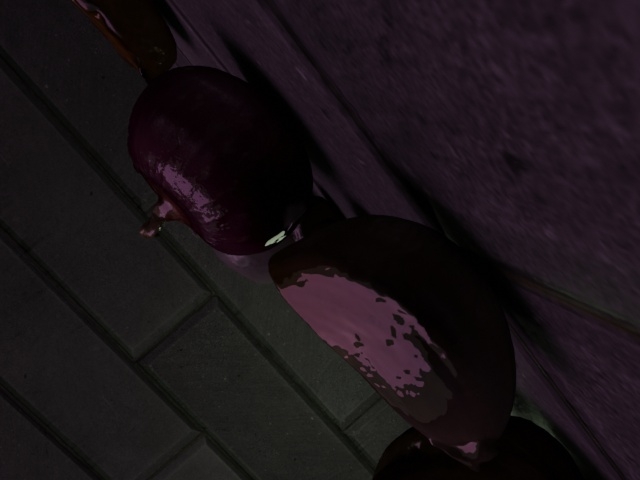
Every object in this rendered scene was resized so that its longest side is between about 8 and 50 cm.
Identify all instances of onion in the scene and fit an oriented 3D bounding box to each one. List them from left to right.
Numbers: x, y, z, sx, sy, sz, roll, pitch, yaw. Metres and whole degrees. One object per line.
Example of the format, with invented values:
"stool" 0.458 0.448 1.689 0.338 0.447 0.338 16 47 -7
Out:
"onion" -0.094 -0.075 0.664 0.200 0.200 0.208 47 144 44

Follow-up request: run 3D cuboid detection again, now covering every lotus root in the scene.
"lotus root" 0.000 0.000 0.896 0.080 0.089 0.179 12 147 33

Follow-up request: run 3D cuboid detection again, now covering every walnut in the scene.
"walnut" 0.165 0.319 0.677 0.227 0.283 0.283 -7 -136 -42

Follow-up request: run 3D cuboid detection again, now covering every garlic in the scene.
"garlic" 0.064 0.049 0.410 0.195 0.101 0.087 44 -151 1

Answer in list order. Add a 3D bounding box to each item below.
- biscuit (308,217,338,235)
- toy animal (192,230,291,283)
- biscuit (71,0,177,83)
"biscuit" 0.116 0.112 0.795 0.283 0.064 0.432 36 166 48
"toy animal" -0.118 -0.034 1.070 0.272 0.205 0.265 58 177 -36
"biscuit" -0.315 -0.365 0.905 0.296 0.102 0.296 47 175 6
